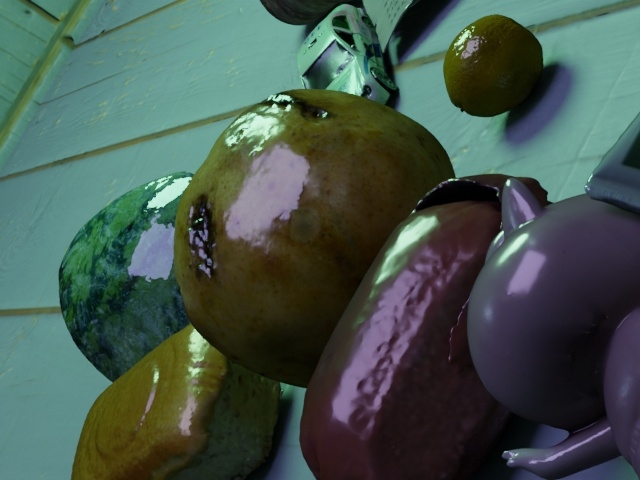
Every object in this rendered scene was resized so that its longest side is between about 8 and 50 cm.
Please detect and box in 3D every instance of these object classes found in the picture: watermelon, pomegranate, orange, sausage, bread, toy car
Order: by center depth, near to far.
[{"bbox_3d":[0.088,0.078,1.445,0.280,0.152,0.152,-60,20,-12],"label":"sausage"},{"bbox_3d":[0.000,0.000,1.649,0.260,0.260,0.260,-46,22,25],"label":"pomegranate"},{"bbox_3d":[0.153,-0.154,1.748,0.095,0.085,0.085,-54,20,16],"label":"orange"},{"bbox_3d":[-0.140,0.182,1.837,0.245,0.121,0.174,-33,28,42],"label":"bread"},{"bbox_3d":[-0.128,0.044,1.990,0.176,0.256,0.260,-12,-29,-46],"label":"watermelon"},{"bbox_3d":[0.021,-0.182,2.099,0.090,0.076,0.224,-46,22,20],"label":"toy car"}]

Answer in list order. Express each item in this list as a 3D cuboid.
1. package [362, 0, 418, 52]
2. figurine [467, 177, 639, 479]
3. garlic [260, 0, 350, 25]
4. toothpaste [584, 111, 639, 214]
[{"bbox_3d":[0.126,-0.339,2.112,0.251,0.062,0.204,-46,23,18],"label":"package"},{"bbox_3d":[0.213,0.077,1.214,0.287,0.186,0.176,38,133,50],"label":"figurine"},{"bbox_3d":[-0.008,-0.374,2.337,0.245,0.160,0.245,-54,21,32],"label":"garlic"},{"bbox_3d":[0.288,-0.124,1.325,0.392,0.098,0.061,-54,-23,-43],"label":"toothpaste"}]
